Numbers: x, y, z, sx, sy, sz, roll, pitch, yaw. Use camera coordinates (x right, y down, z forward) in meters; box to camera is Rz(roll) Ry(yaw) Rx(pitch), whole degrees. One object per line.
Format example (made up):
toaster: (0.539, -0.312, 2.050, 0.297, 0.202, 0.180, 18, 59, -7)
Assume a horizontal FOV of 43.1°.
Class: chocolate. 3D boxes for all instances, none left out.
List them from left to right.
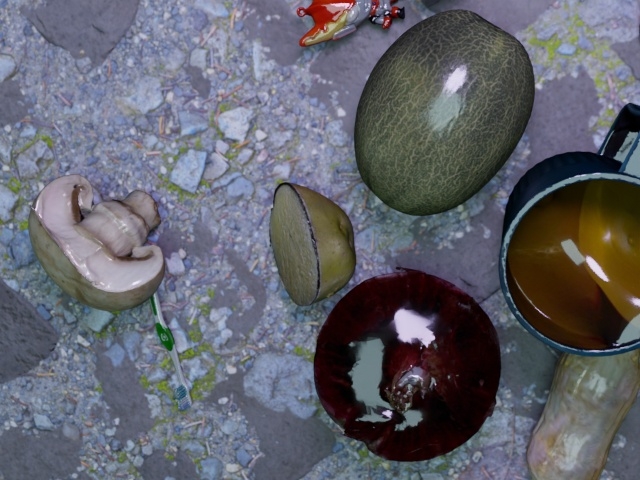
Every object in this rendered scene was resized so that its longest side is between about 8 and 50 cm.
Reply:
chocolate: (0.419, 0.278, 1.304, 0.134, 0.134, 0.309, 20, 107, 7)

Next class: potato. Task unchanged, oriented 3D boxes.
potato: (0.000, 0.000, 1.335, 0.117, 0.182, 0.202, -12, 82, -22)

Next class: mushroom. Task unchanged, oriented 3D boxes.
mushroom: (-0.383, 0.011, 1.407, 0.253, 0.195, 0.189, 45, 142, -2)

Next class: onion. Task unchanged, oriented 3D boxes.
onion: (0.138, 0.197, 1.292, 0.314, 0.232, 0.314, 0, 84, 4)

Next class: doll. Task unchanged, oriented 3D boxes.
doll: (0.047, -0.363, 1.271, 0.169, 0.057, 0.109, -3, 88, -1)

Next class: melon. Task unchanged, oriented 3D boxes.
melon: (0.173, -0.181, 1.189, 0.237, 0.237, 0.301, 31, 111, 4)

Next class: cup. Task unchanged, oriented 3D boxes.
cup: (0.375, -0.029, 1.153, 0.242, 0.292, 0.308, -4, 102, 13)

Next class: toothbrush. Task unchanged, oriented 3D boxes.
toothbrush: (-0.285, 0.167, 1.490, 0.030, 0.030, 0.304, -11, 98, 15)

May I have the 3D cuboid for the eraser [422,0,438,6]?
eraser: (0.114, -0.489, 1.187, 0.086, 0.130, 0.287, -30, 94, 14)
